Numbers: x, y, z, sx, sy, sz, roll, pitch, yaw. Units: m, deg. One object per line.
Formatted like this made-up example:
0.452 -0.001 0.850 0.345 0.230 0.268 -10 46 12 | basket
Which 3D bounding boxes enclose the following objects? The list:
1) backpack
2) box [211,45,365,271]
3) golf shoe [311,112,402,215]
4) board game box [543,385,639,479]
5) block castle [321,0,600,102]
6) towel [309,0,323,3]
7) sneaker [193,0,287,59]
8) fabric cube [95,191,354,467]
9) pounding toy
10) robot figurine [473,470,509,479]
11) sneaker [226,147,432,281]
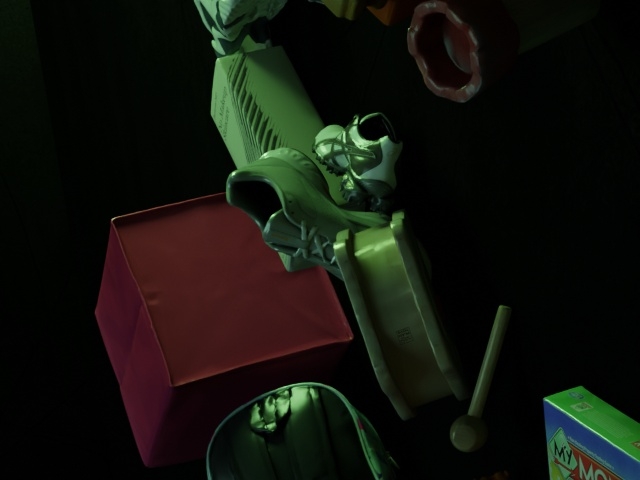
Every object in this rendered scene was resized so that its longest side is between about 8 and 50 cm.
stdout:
-0.015 0.310 2.115 0.253 0.225 0.191 68 -170 21 | backpack
-0.043 -0.103 2.115 0.113 0.094 0.275 100 150 -49 | box
0.051 -0.103 1.911 0.094 0.077 0.198 -68 24 16 | golf shoe
0.296 0.278 1.491 0.317 0.046 0.213 -146 45 -63 | board game box
0.033 -0.350 1.385 0.453 0.213 0.303 46 146 27 | block castle
0.002 -0.411 1.751 0.235 0.121 0.284 -128 32 -47 | towel
-0.112 -0.328 2.156 0.153 0.094 0.235 60 167 18 | sneaker
-0.134 0.113 2.281 0.258 0.254 0.259 113 140 -57 | fabric cube
0.126 0.090 1.794 0.154 0.155 0.269 37 -147 -76 | pounding toy
0.191 0.393 1.805 0.211 0.085 0.291 -124 28 -48 | robot figurine
0.000 0.000 1.900 0.262 0.121 0.099 35 119 22 | sneaker
